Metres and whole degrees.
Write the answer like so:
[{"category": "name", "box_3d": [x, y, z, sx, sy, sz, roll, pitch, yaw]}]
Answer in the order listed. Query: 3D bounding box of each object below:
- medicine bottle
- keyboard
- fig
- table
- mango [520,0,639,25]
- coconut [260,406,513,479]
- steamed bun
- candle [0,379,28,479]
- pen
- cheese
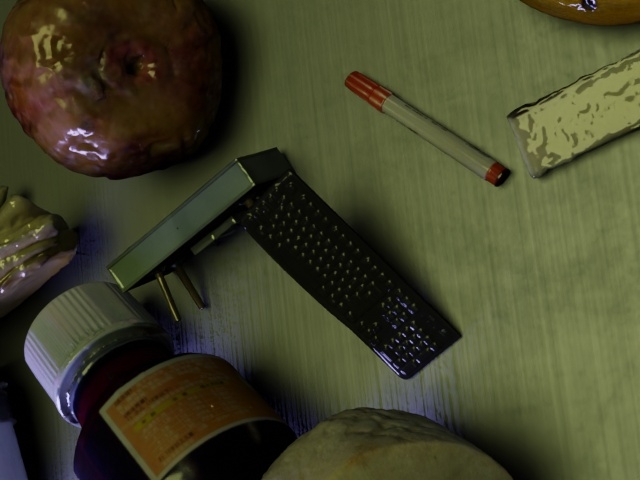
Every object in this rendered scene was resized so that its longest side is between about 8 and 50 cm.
[{"category": "medicine bottle", "box_3d": [-0.211, 0.214, 1.201, 0.395, 0.242, 0.242, 42, 108, 32]}, {"category": "keyboard", "box_3d": [-0.004, 0.003, 1.112, 0.381, 0.041, 0.103, 46, 112, -1]}, {"category": "fig", "box_3d": [-0.294, -0.244, 1.322, 0.369, 0.286, 0.286, 36, 108, 60]}, {"category": "table", "box_3d": [-0.132, 0.001, 1.238, 0.240, 0.121, 0.111, -37, 86, 24]}, {"category": "mango", "box_3d": [0.284, -0.303, 1.008, 0.262, 0.109, 0.157, 23, 108, 35]}, {"category": "coconut", "box_3d": [0.065, 0.325, 0.972, 0.329, 0.329, 0.328, -2, 86, 31]}, {"category": "steamed bun", "box_3d": [-0.540, 0.056, 1.436, 0.428, 0.247, 0.189, -37, 82, 9]}, {"category": "candle", "box_3d": [-0.521, 0.368, 1.396, 0.221, 0.221, 0.342, -28, 76, 27]}, {"category": "pen", "box_3d": [0.120, -0.133, 1.141, 0.239, 0.028, 0.028, 38, 106, 27]}, {"category": "cheese", "box_3d": [0.378, -0.178, 0.985, 0.400, 0.034, 0.085, -27, 78, 28]}]
